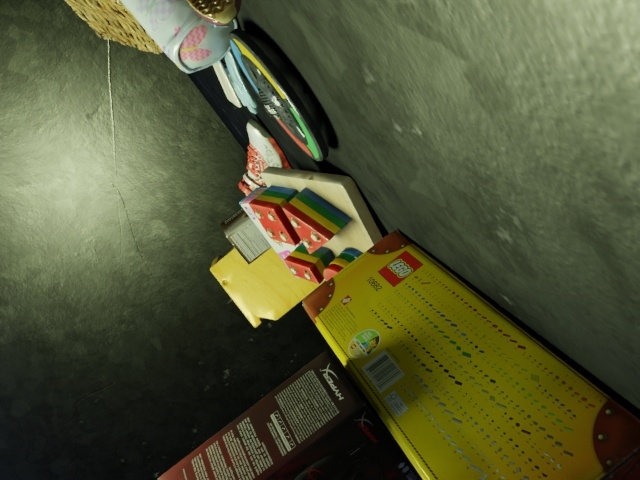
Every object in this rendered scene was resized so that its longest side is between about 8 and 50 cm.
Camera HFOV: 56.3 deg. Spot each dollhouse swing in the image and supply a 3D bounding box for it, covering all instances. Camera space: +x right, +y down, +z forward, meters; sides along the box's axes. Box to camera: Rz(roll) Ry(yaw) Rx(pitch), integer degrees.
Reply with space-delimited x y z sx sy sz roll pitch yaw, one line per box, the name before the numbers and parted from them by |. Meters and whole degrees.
dollhouse swing | -0.117 0.048 1.871 0.315 0.347 0.305 51 -175 8

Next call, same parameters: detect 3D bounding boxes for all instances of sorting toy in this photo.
sorting toy | 0.000 0.000 1.105 0.256 0.089 0.257 15 142 51

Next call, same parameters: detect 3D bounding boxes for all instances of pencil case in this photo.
pencil case | -0.244 -0.390 0.929 0.273 0.124 0.114 52 -156 15

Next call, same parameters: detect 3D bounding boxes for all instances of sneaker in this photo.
sneaker | -0.163 -0.191 1.586 0.090 0.145 0.270 49 175 37
sneaker | -0.138 -0.318 0.757 0.185 0.070 0.084 57 -172 31

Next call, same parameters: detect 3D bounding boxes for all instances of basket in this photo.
basket | -0.410 -0.571 1.279 0.214 0.222 0.299 18 173 10

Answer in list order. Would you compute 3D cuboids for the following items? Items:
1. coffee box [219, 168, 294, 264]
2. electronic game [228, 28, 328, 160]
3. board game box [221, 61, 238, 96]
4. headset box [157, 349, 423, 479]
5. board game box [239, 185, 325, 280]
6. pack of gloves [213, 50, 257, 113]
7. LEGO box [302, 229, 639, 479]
coffee box | -0.125 -0.065 1.534 0.098 0.247 0.141 54 176 -20
electronic game | -0.063 -0.214 0.895 0.229 0.048 0.229 51 176 5
board game box | -0.208 -0.370 1.384 0.090 0.020 0.090 56 175 -38
headset box | -0.040 0.314 0.757 0.218 0.293 0.110 57 175 -37
board game box | -0.025 -0.018 1.318 0.242 0.064 0.317 55 155 -20
pack of gloves | -0.172 -0.351 1.100 0.195 0.046 0.232 46 163 55
LEGO box | 0.219 0.256 0.799 0.372 0.193 0.500 54 176 -31
